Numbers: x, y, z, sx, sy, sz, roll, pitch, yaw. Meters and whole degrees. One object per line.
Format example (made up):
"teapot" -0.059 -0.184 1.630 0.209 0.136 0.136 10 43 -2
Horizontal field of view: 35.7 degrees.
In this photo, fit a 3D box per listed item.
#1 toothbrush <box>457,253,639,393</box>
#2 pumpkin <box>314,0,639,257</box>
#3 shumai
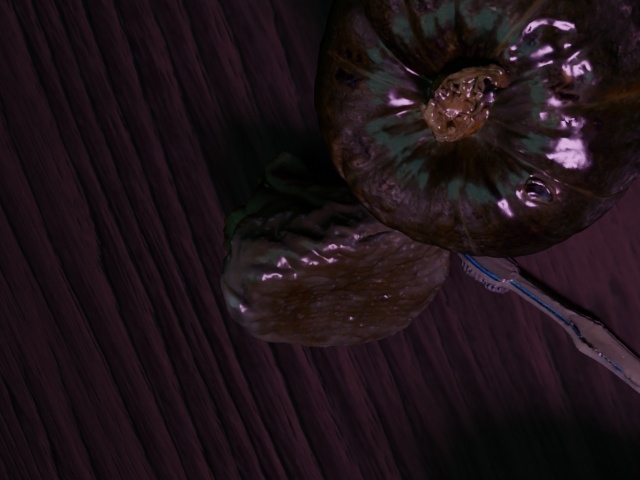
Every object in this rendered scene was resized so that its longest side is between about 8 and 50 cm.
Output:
"toothbrush" 0.214 0.088 0.699 0.294 0.026 0.028 37 151 21
"pumpkin" 0.097 -0.093 0.609 0.223 0.157 0.224 12 117 25
"shumai" 0.006 -0.003 0.790 0.184 0.184 0.142 -60 40 43
